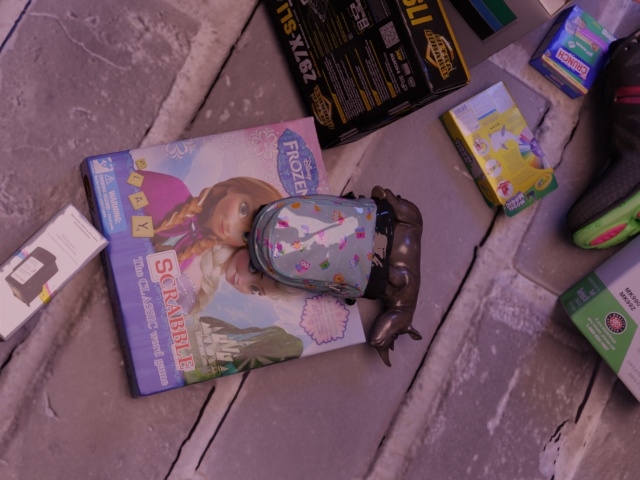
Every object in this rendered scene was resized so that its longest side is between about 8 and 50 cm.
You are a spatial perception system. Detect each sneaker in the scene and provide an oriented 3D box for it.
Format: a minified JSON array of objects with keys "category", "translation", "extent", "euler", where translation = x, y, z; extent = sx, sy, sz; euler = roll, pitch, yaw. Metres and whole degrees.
[{"category":"sneaker","translation":[0.492,-0.199,1.830],"extent":[0.202,0.185,0.483],"euler":[31,87,20]}]

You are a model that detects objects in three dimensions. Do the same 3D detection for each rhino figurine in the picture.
[{"category":"rhino figurine","translation":[0.098,0.052,1.714],"extent":[0.106,0.073,0.243],"euler":[7,80,-49]}]

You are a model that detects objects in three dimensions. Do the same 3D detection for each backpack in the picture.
[{"category":"backpack","translation":[0.000,0.000,1.605],"extent":[0.182,0.115,0.152],"euler":[7,83,-15]}]

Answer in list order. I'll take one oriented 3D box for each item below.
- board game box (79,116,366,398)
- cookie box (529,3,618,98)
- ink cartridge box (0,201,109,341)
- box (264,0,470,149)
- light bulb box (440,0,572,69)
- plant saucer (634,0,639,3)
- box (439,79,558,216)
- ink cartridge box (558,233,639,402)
[{"category":"board game box","translation":[-0.127,0.019,1.657],"extent":[0.318,0.066,0.319],"euler":[-13,87,-19]},{"category":"cookie box","translation":[0.380,-0.282,1.868],"extent":[0.092,0.040,0.107],"euler":[37,75,-11]},{"category":"ink cartridge box","translation":[-0.357,0.043,1.550],"extent":[0.072,0.127,0.175],"euler":[47,73,-10]},{"category":"box","translation":[0.039,-0.309,1.648],"extent":[0.079,0.257,0.322],"euler":[-21,89,-34]},{"category":"light bulb box","translation":[0.279,-0.430,1.687],"extent":[0.358,0.361,0.225],"euler":[-41,96,-17]},{"category":"plant saucer","translation":[0.324,-0.421,1.485],"extent":[0.258,0.047,0.259],"euler":[16,81,-16]},{"category":"box","translation":[0.262,-0.129,1.812],"extent":[0.105,0.043,0.179],"euler":[-30,90,-19]},{"category":"ink cartridge box","translation":[0.519,0.082,1.766],"extent":[0.289,0.121,0.211],"euler":[-40,95,9]}]
